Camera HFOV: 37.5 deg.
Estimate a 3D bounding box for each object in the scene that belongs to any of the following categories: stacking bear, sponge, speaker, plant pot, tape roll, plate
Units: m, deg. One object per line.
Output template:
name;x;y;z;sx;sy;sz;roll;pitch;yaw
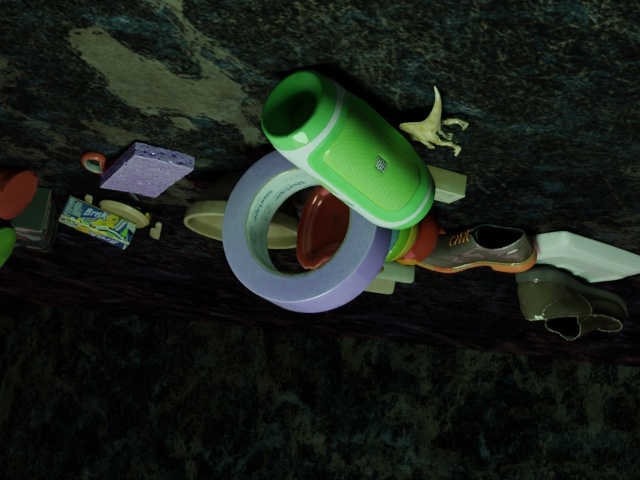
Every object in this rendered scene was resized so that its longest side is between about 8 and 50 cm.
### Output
stacking bear;0.115;-0.022;1.756;0.175;0.164;0.289;-6;171;40
sponge;-0.334;-0.131;1.806;0.117;0.031;0.210;12;161;-28
speaker;0.048;-0.124;1.366;0.131;0.131;0.296;-2;155;39
plant pot;-0.141;-0.065;1.835;0.237;0.110;0.237;8;166;2
tape roll;-0.023;-0.021;1.580;0.274;0.275;0.090;4;166;22
plate;0.517;0.046;2.016;0.278;0.045;0.277;16;165;-29

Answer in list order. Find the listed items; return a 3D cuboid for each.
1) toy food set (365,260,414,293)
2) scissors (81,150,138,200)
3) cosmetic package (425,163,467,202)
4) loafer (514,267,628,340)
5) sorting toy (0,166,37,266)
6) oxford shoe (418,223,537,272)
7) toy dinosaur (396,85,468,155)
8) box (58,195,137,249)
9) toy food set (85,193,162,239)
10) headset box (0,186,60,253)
toy food set;0.098;0.090;2.329;0.219;0.092;0.306;10;172;-4
scissors;-0.431;-0.131;1.958;0.109;0.021;0.297;8;168;-7
cosmetic package;0.187;-0.101;1.617;0.115;0.041;0.060;14;165;-20
loafer;0.547;0.159;2.086;0.366;0.130;0.134;19;164;-37
sorting toy;-0.750;-0.023;2.072;0.126;0.366;0.127;31;-161;11
oxford shoe;0.299;0.003;1.923;0.271;0.097;0.098;-2;144;23
toy dinosaur;0.162;-0.160;1.361;0.092;0.053;0.183;13;166;-12
box;-0.517;-0.040;2.193;0.169;0.054;0.059;25;158;-14
toy food set;-0.456;-0.069;2.204;0.192;0.038;0.132;22;159;-8
headset box;-0.744;-0.064;2.230;0.218;0.110;0.293;10;167;-8
